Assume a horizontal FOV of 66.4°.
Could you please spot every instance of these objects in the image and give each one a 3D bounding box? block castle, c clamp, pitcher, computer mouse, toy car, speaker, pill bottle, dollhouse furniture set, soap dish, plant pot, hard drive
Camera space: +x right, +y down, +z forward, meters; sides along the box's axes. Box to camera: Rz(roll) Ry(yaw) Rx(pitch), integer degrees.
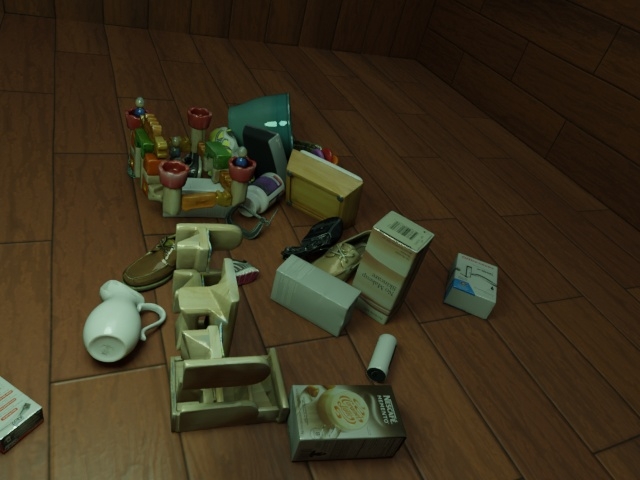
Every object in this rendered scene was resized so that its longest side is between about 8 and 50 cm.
[{"bbox_3d":[-0.432,-0.292,1.571,0.303,0.212,0.453,-10,42,-32],"label":"block castle"},{"bbox_3d":[-0.240,-0.077,1.655,0.161,0.137,0.022,27,-6,16],"label":"c clamp"},{"bbox_3d":[-0.474,0.203,1.197,0.178,0.125,0.207,21,23,-20],"label":"pitcher"},{"bbox_3d":[0.000,0.000,1.640,0.189,0.072,0.272,-15,17,28],"label":"computer mouse"},{"bbox_3d":[-0.006,-0.315,2.015,0.182,0.136,0.159,-12,46,-33],"label":"toy car"},{"bbox_3d":[0.168,0.319,1.330,0.055,0.055,0.136,23,37,9],"label":"speaker"},{"bbox_3d":[-0.218,-0.162,1.762,0.108,0.108,0.193,25,37,12],"label":"pill bottle"},{"bbox_3d":[-0.179,0.222,1.040,0.257,0.394,0.362,1,39,-20],"label":"dollhouse furniture set"},{"bbox_3d":[0.003,-0.177,1.781,0.291,0.228,0.118,28,55,16],"label":"soap dish"},{"bbox_3d":[-0.249,-0.473,2.047,0.255,0.271,0.271,-4,39,-1],"label":"plant pot"},{"bbox_3d":[-0.204,-0.304,1.828,0.172,0.254,0.054,23,56,26],"label":"hard drive"}]

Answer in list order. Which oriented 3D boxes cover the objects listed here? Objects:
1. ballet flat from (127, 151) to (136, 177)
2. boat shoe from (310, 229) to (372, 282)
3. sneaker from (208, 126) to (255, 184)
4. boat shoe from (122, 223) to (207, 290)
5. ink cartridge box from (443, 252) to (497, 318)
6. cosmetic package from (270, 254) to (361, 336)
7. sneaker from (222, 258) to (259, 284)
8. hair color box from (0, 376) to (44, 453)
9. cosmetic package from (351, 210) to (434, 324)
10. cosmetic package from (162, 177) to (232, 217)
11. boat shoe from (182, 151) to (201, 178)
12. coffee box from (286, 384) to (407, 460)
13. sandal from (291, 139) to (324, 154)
[{"bbox_3d":[-0.678,-0.307,1.812,0.070,0.070,0.188,1,39,-20],"label":"ballet flat"},{"bbox_3d":[0.069,0.054,1.588,0.122,0.110,0.341,35,40,23],"label":"boat shoe"},{"bbox_3d":[-0.382,-0.326,1.891,0.147,0.145,0.384,-21,40,-16],"label":"sneaker"},{"bbox_3d":[-0.444,0.035,1.423,0.111,0.104,0.307,31,39,19],"label":"boat shoe"},{"bbox_3d":[0.511,0.149,1.653,0.148,0.085,0.203,21,38,7],"label":"ink cartridge box"},{"bbox_3d":[-0.017,0.158,1.411,0.238,0.127,0.107,27,39,12],"label":"cosmetic package"},{"bbox_3d":[-0.270,0.096,1.448,0.170,0.063,0.075,-12,45,-39],"label":"sneaker"},{"bbox_3d":[-0.661,0.340,0.990,0.167,0.053,0.093,27,37,16],"label":"hair color box"},{"bbox_3d":[0.200,0.084,1.446,0.153,0.296,0.129,30,40,20],"label":"cosmetic package"},{"bbox_3d":[-0.416,-0.145,1.660,0.231,0.117,0.085,2,38,-21],"label":"cosmetic package"},{"bbox_3d":[-0.496,-0.314,1.882,0.065,0.075,0.206,4,43,-22],"label":"boat shoe"},{"bbox_3d":[0.053,0.415,1.124,0.247,0.098,0.141,4,39,-16],"label":"coffee box"},{"bbox_3d":[-0.048,-0.405,2.186,0.180,0.072,0.049,22,15,15],"label":"sandal"}]
